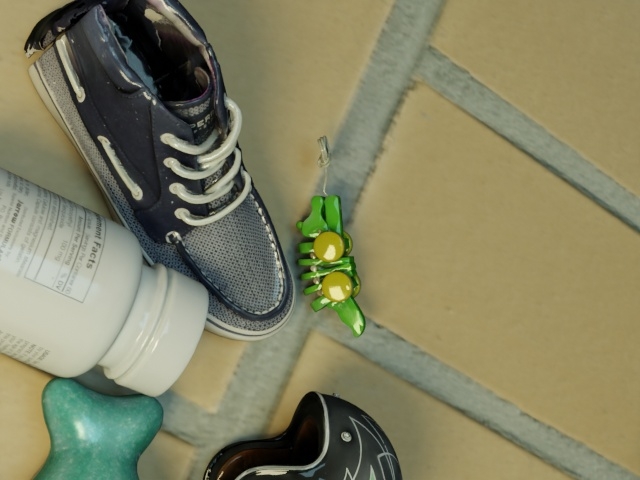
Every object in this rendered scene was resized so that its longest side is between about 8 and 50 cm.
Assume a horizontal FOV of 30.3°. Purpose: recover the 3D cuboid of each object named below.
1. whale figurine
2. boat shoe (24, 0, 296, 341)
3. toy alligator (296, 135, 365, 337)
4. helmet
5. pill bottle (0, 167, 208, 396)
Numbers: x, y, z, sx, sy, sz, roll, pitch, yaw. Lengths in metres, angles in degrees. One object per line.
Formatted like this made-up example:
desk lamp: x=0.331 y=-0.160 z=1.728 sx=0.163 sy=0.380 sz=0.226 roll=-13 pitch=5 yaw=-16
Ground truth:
whale figurine: x=-0.182 y=0.244 z=0.913 sx=0.216 sy=0.141 sz=0.272 roll=18 pitch=72 yaw=-25
boat shoe: x=-0.111 y=-0.059 z=0.981 sx=0.127 sy=0.158 sz=0.340 roll=-43 pitch=104 yaw=-26
toy alligator: x=0.000 y=0.000 z=1.100 sx=0.051 sy=0.056 sz=0.190 roll=-12 pitch=89 yaw=11
helmet: x=-0.008 y=0.220 z=1.002 sx=0.161 sy=0.169 sz=0.169 roll=-21 pitch=94 yaw=-13
pill bottle: x=-0.211 y=0.034 z=0.929 sx=0.229 sy=0.131 sz=0.131 roll=27 pitch=71 yaw=-23
